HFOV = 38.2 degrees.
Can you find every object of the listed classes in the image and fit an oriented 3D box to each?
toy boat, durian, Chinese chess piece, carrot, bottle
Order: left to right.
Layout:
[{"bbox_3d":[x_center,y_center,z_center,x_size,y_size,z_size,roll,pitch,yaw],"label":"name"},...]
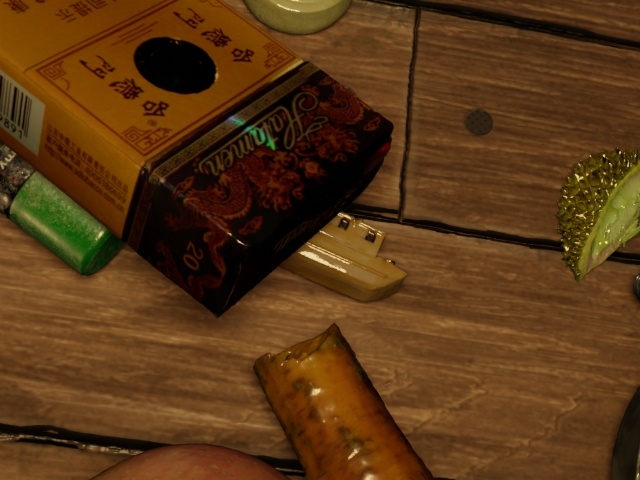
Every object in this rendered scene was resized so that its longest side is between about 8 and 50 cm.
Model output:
[{"bbox_3d":[-0.340,-0.096,0.954,0.330,0.093,0.093,39,70,5],"label":"bottle"},{"bbox_3d":[-0.027,-0.315,1.094,0.144,0.058,0.144,3,71,-9],"label":"Chinese chess piece"},{"bbox_3d":[0.000,0.000,0.997,0.200,0.057,0.077,24,65,0],"label":"toy boat"},{"bbox_3d":[0.039,0.214,0.877,0.114,0.114,0.302,-24,66,-16],"label":"carrot"},{"bbox_3d":[0.341,-0.054,1.072,0.215,0.086,0.100,-47,118,-16],"label":"durian"}]

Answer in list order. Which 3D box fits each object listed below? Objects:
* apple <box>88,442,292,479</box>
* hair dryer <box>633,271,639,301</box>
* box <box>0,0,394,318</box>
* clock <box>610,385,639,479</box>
[{"bbox_3d":[-0.122,0.312,0.771,0.305,0.235,0.306,0,71,1],"label":"apple"},{"bbox_3d":[0.456,0.043,1.069,0.167,0.067,0.199,41,56,-4],"label":"hair dryer"},{"bbox_3d":[-0.162,-0.141,0.924,0.415,0.116,0.264,38,45,11],"label":"box"},{"bbox_3d":[0.487,0.262,0.950,0.386,0.076,0.386,1,81,-7],"label":"clock"}]
